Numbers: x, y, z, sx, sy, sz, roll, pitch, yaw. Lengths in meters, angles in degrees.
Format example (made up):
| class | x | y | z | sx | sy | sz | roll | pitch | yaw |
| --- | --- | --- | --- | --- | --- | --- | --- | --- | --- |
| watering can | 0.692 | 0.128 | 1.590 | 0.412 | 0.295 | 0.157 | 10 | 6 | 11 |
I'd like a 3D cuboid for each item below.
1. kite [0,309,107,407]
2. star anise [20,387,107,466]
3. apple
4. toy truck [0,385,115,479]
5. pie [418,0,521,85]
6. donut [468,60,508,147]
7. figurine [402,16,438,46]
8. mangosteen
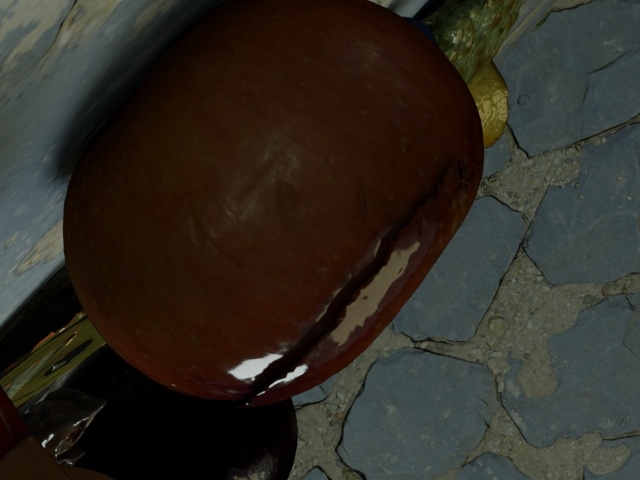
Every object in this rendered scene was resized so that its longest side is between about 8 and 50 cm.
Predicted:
| class | x | y | z | sx | sy | sz | roll | pitch | yaw |
| --- | --- | --- | --- | --- | --- | --- | --- | --- | --- |
| kite | -0.241 | 0.112 | 1.190 | 0.327 | 0.013 | 0.377 | -42 | 174 | 41 |
| star anise | -0.314 | 0.233 | 1.394 | 0.230 | 0.081 | 0.262 | -44 | 170 | -21 |
| apple | -0.033 | -0.032 | 0.865 | 0.272 | 0.206 | 0.251 | -45 | -172 | 25 |
| toy truck | -0.224 | 0.186 | 0.722 | 0.265 | 0.239 | 0.189 | -42 | 174 | -43 |
| pie | 0.159 | -0.240 | 1.627 | 0.248 | 0.090 | 0.201 | -44 | 165 | -35 |
| donut | 0.200 | -0.195 | 2.052 | 0.101 | 0.152 | 0.259 | -36 | 169 | -31 |
| figurine | 0.056 | -0.166 | 1.379 | 0.149 | 0.087 | 0.086 | -45 | -147 | -5 |
| mangosteen | -0.152 | 0.246 | 1.600 | 0.297 | 0.313 | 0.297 | -25 | -130 | 33 |
